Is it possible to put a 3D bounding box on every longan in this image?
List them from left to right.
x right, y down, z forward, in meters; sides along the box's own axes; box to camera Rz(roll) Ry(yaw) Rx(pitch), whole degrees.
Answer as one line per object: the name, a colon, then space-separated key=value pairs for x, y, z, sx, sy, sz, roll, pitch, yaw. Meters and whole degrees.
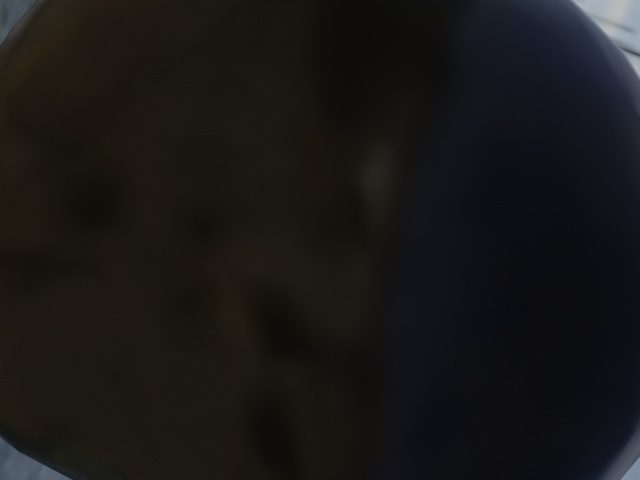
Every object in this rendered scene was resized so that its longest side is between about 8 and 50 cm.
longan: x=0.000 y=0.000 z=0.819 sx=0.336 sy=0.404 sz=0.404 roll=86 pitch=23 yaw=-62
